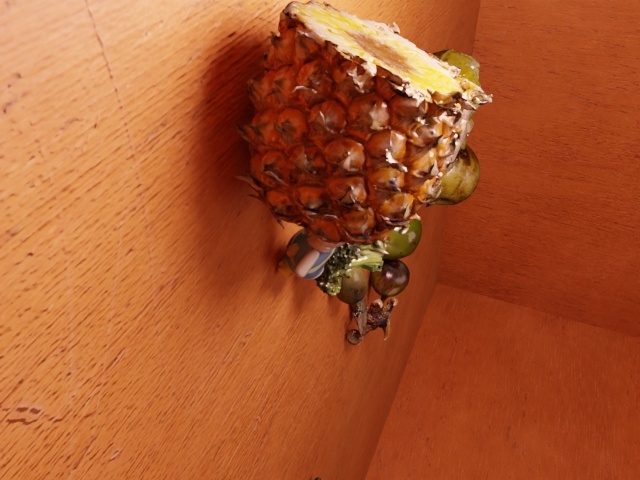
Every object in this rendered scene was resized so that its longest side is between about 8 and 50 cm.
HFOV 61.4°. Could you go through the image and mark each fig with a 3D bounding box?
[{"bbox_3d":[0.231,0.180,1.955,0.149,0.149,0.245,-47,158,-55],"label":"fig"}]

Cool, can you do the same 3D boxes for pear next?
[{"bbox_3d":[0.471,-0.273,2.064,0.283,0.283,0.284,15,90,-72],"label":"pear"}]

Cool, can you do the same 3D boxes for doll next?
[{"bbox_3d":[-0.001,-0.001,1.033,0.135,0.099,0.241,-17,158,-36],"label":"doll"}]

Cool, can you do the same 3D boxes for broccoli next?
[{"bbox_3d":[0.055,-0.001,1.197,0.198,0.176,0.227,128,-52,-77],"label":"broccoli"}]

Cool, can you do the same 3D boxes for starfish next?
[{"bbox_3d":[0.202,0.288,1.949,0.238,0.215,0.071,50,15,-41],"label":"starfish"}]

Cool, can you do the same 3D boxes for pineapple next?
[{"bbox_3d":[0.044,-0.160,0.799,0.352,0.352,0.300,-43,156,-58],"label":"pineapple"},{"bbox_3d":[0.115,0.329,1.852,0.124,0.058,0.058,76,31,-81],"label":"pineapple"}]

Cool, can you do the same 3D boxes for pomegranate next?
[{"bbox_3d":[0.417,-0.460,1.766,0.260,0.260,0.341,-55,129,-47],"label":"pomegranate"},{"bbox_3d":[0.257,-0.014,1.817,0.241,0.159,0.190,79,31,-62],"label":"pomegranate"}]

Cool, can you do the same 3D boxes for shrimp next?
[{"bbox_3d":[0.123,0.230,1.741,0.223,0.047,0.126,67,18,-52],"label":"shrimp"}]

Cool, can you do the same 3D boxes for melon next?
[{"bbox_3d":[0.080,0.112,1.487,0.162,0.099,0.099,76,34,-50],"label":"melon"}]

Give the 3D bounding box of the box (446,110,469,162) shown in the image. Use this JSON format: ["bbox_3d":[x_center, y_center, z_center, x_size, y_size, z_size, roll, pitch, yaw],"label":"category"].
[{"bbox_3d":[0.247,-0.288,1.422,0.203,0.251,0.106,-55,151,-45],"label":"box"}]

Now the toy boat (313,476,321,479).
[{"bbox_3d":[-0.043,0.877,1.787,0.210,0.052,0.104,-31,136,-66],"label":"toy boat"}]

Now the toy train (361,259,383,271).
[{"bbox_3d":[0.144,0.067,1.653,0.056,0.093,0.038,-3,108,-56],"label":"toy train"}]
